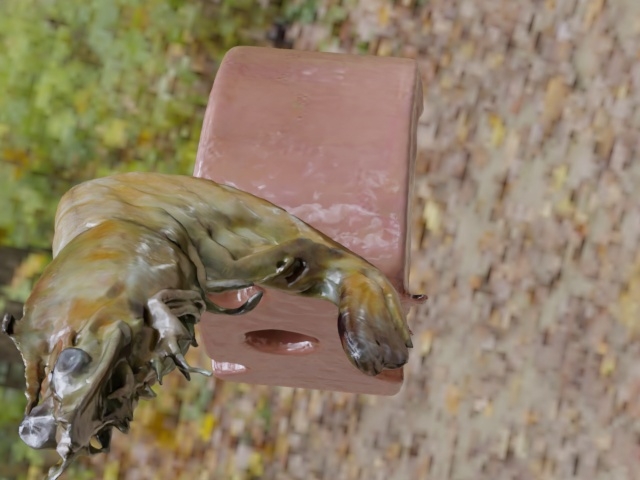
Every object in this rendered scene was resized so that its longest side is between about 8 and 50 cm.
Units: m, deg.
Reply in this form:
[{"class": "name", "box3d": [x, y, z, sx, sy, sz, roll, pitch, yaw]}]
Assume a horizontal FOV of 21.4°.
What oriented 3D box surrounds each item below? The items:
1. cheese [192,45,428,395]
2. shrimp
[{"class": "cheese", "box3d": [0.001, -0.027, 0.952, 0.203, 0.128, 0.177, 84, -169, -69]}, {"class": "shrimp", "box3d": [-0.040, 0.035, 0.702, 0.296, 0.169, 0.058, -87, 11, -69]}]
